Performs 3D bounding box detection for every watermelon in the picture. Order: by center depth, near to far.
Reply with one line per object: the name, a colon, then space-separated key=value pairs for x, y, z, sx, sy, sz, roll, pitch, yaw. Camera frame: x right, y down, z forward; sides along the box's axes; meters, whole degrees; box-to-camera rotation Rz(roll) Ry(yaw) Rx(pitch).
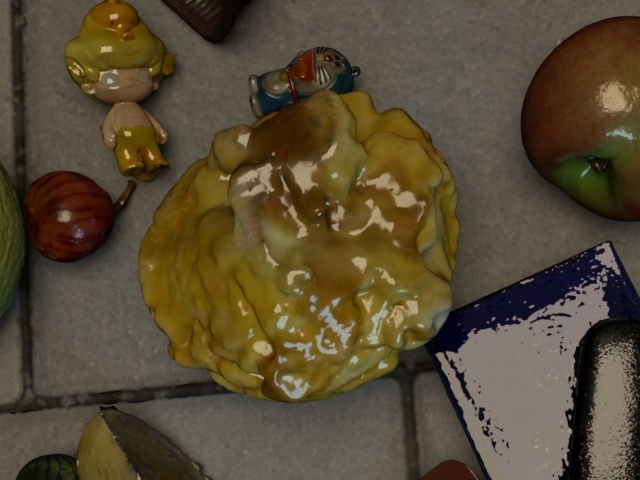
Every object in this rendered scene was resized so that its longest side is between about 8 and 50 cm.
watermelon: x=-0.332 y=0.335 z=1.668 sx=0.105 sy=0.105 sz=0.133 roll=-11 pitch=76 yaw=4

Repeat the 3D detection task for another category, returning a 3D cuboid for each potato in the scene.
potato: x=-0.205 y=0.326 z=1.650 sx=0.098 sy=0.138 sz=0.243 roll=-44 pitch=65 yaw=22

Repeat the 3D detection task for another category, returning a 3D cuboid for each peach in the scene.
peach: x=0.376 y=-0.153 z=1.620 sx=0.252 sy=0.252 sz=0.252 roll=-1 pitch=79 yaw=6

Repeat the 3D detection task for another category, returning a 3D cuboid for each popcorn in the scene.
popcorn: x=-0.009 y=0.014 z=1.584 sx=0.390 sy=0.354 sz=0.344 roll=-43 pitch=77 yaw=39

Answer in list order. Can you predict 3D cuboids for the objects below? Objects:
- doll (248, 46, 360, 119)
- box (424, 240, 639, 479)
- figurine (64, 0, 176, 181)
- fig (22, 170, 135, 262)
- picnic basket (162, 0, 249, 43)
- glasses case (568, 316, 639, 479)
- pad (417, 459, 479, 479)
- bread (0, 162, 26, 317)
doll: x=-0.019 y=-0.206 z=1.749 sx=0.152 sy=0.085 sz=0.114 roll=-11 pitch=59 yaw=15
box: x=0.295 y=0.182 z=1.624 sx=0.261 sy=0.116 sz=0.279 roll=-25 pitch=79 yaw=1
figurine: x=-0.261 y=-0.204 z=1.757 sx=0.156 sy=0.131 sz=0.246 roll=-4 pitch=75 yaw=-29
fig: x=-0.327 y=-0.036 z=1.744 sx=0.128 sy=0.150 sz=0.128 roll=5 pitch=106 yaw=19
picnic basket: x=-0.176 y=-0.422 z=1.762 sx=0.129 sy=0.222 sz=0.297 roll=-40 pitch=76 yaw=-25
glasses case: x=0.341 y=0.221 z=1.520 sx=0.103 sy=0.067 sz=0.266 roll=7 pitch=85 yaw=6
pad: x=0.185 y=0.407 z=1.595 sx=0.181 sy=0.004 sz=0.267 roll=-45 pitch=74 yaw=32
bread: x=-0.528 y=-0.008 z=1.686 sx=0.320 sy=0.237 sz=0.320 roll=-8 pitch=64 yaw=16
